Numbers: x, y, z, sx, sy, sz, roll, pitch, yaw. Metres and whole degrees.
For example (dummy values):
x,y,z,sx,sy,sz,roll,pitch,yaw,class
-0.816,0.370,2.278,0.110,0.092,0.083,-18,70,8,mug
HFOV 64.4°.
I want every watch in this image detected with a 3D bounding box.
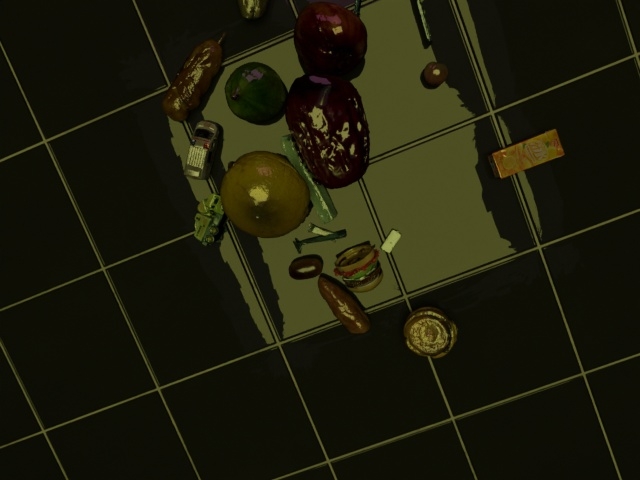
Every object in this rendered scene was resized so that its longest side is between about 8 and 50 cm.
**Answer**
x,y,z,sx,sy,sz,roll,pitch,yaw,class
0.253,-0.802,1.668,0.276,0.068,0.274,7,98,1,watch

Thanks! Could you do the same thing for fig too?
x,y,z,sx,sy,sz,roll,pitch,yaw,class
-0.224,-0.488,1.653,0.203,0.235,0.203,1,98,7,fig
0.025,-0.646,1.631,0.263,0.224,0.224,35,99,15,fig

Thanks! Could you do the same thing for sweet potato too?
x,y,z,sx,sy,sz,roll,pitch,yaw,class
0.075,0.232,1.812,0.097,0.097,0.251,-44,90,8,sweet potato

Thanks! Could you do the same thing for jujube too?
x,y,z,sx,sy,sz,roll,pitch,yaw,class
0.029,-0.364,1.660,0.258,0.258,0.376,-16,112,5,jujube

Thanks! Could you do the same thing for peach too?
x,y,z,sx,sy,sz,roll,pitch,yaw,class
0.384,-0.554,1.690,0.083,0.083,0.083,0,98,3,peach

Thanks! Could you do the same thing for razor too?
x,y,z,sx,sy,sz,roll,pitch,yaw,class
0.000,-0.004,1.801,0.190,0.033,0.066,-14,131,13,razor

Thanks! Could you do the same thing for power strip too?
x,y,z,sx,sy,sz,roll,pitch,yaw,class
0.251,0.003,1.807,0.040,0.016,0.090,32,98,-1,power strip

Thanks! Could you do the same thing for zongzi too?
x,y,z,sx,sy,sz,roll,pitch,yaw,class
-0.168,-0.860,1.669,0.256,0.115,0.228,-17,101,-5,zongzi

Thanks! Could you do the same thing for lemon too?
x,y,z,sx,sy,sz,roll,pitch,yaw,class
-0.182,-0.148,1.676,0.297,0.297,0.297,0,98,3,lemon

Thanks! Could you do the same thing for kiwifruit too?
x,y,z,sx,sy,sz,roll,pitch,yaw,class
-0.052,0.100,1.808,0.124,0.075,0.075,-14,97,9,kiwifruit

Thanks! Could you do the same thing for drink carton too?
x,y,z,sx,sy,sz,roll,pitch,yaw,class
0.691,-0.291,1.717,0.223,0.071,0.096,-20,95,6,drink carton

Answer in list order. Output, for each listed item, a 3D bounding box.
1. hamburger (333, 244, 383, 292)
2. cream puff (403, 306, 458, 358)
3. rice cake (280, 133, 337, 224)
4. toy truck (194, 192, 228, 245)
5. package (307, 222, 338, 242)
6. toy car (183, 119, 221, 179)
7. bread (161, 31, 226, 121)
x,y,z,sx,sy,sz,roll,pitch,yaw,class
0.142,0.105,1.760,0.175,0.175,0.137,-26,109,6,hamburger
0.388,0.319,1.790,0.189,0.129,0.189,1,96,12,cream puff
-0.041,-0.216,1.762,0.063,0.066,0.336,-23,96,26,rice cake
-0.384,-0.081,1.794,0.116,0.085,0.191,29,101,7,toy truck
0.008,-0.028,1.815,0.110,0.015,0.037,20,93,-2,package
-0.410,-0.312,1.748,0.089,0.108,0.209,16,98,0,toy car
-0.425,-0.563,1.726,0.124,0.084,0.344,35,98,-3,bread
